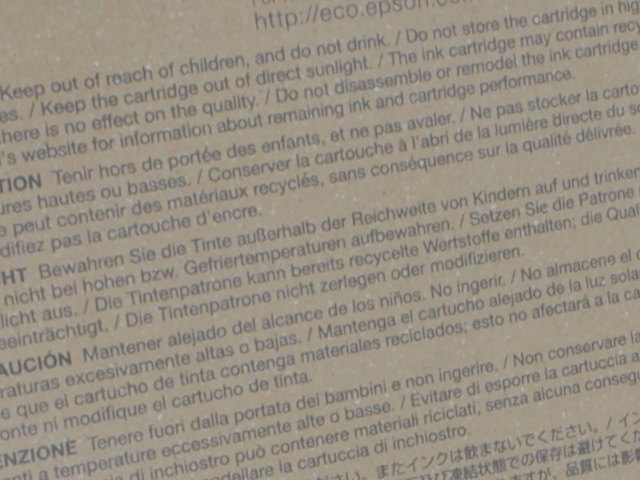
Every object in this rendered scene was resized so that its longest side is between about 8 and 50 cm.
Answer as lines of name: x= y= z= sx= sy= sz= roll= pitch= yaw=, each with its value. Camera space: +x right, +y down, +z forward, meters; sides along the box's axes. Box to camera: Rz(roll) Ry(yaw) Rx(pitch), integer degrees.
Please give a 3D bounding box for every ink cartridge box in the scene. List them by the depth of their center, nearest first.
ink cartridge box: x=0.000 y=0.000 z=0.478 sx=0.235 sy=0.088 sz=0.193 roll=-9 pitch=95 yaw=-16
